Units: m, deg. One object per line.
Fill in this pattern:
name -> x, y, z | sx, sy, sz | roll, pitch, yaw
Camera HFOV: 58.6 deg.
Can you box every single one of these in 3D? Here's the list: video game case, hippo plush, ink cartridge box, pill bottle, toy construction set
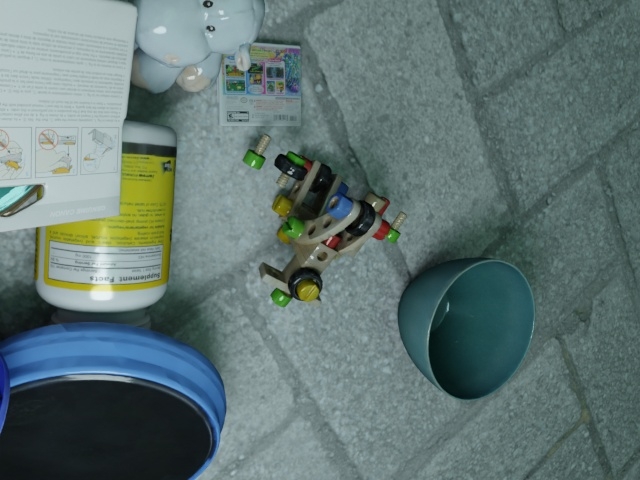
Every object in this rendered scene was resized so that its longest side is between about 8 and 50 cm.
video game case -> -0.107, -0.275, 1.010 | 0.157, 0.019, 0.143 | -6, 102, -28
hippo plush -> -0.169, -0.299, 0.811 | 0.295, 0.236, 0.234 | -16, 128, -21
ink cartridge box -> -0.341, -0.140, 0.595 | 0.296, 0.066, 0.260 | -15, 122, -54
pill bottle -> -0.316, -0.009, 0.842 | 0.188, 0.188, 0.333 | 2, 99, -30
toy construction set -> 0.000, 0.000, 1.042 | 0.309, 0.257, 0.237 | 15, 111, -53

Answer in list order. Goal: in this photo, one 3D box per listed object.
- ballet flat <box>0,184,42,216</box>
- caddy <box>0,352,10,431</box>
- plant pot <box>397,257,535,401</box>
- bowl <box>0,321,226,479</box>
ballet flat -> -0.460, -0.044, 0.726 | 0.116, 0.124, 0.342 | 42, 83, -20
caddy -> -0.511, 0.240, 0.627 | 0.341, 0.241, 0.179 | -41, 140, -7
plant pot -> 0.278, 0.164, 1.208 | 0.291, 0.195, 0.289 | -6, 102, -28
bowl -> -0.333, 0.281, 0.839 | 0.392, 0.077, 0.390 | -7, 130, -9
